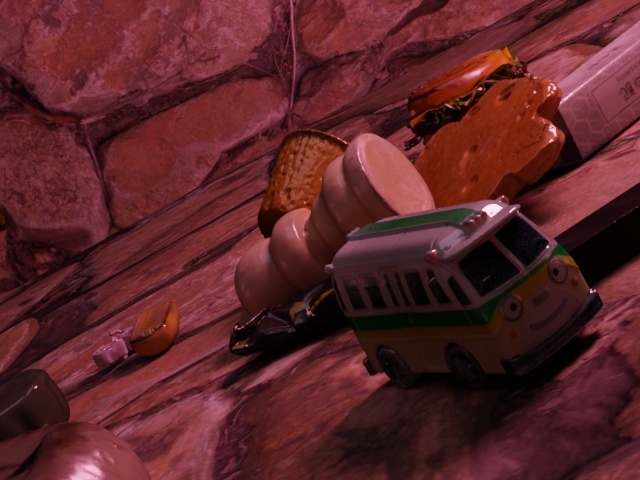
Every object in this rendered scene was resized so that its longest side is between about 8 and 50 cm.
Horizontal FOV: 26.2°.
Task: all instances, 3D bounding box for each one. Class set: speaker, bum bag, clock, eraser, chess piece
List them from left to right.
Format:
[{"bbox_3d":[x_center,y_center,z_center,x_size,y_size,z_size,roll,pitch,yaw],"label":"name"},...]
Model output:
[{"bbox_3d":[-0.334,0.176,2.321,0.129,0.041,0.087,-32,14,-38],"label":"clock"},{"bbox_3d":[-0.013,0.090,1.826,0.232,0.060,0.107,-26,5,16],"label":"bum bag"},{"bbox_3d":[0.000,0.000,1.907,0.299,0.167,0.167,-38,7,26],"label":"chess piece"},{"bbox_3d":[0.326,-0.016,1.483,0.218,0.044,0.082,-32,11,-15],"label":"speaker"},{"bbox_3d":[0.460,-0.244,2.027,0.404,0.098,0.096,-36,14,-28],"label":"eraser"}]

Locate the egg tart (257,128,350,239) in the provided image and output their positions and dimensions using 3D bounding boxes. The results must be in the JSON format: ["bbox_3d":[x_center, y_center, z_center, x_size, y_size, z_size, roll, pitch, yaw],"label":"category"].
[{"bbox_3d":[0.004,-0.058,2.081,0.215,0.215,0.171,-12,40,58],"label":"egg tart"}]

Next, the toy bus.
[{"bbox_3d":[0.130,0.049,1.380,0.133,0.165,0.276,-37,12,-27],"label":"toy bus"}]

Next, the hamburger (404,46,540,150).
[{"bbox_3d":[0.256,-0.230,2.373,0.261,0.139,0.243,-26,10,16],"label":"hamburger"}]

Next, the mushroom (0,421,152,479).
[{"bbox_3d":[-0.316,0.272,1.174,0.362,0.295,0.362,-26,11,6],"label":"mushroom"}]

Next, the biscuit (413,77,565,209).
[{"bbox_3d":[0.228,-0.109,1.907,0.269,0.051,0.376,-61,19,-12],"label":"biscuit"}]

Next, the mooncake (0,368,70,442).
[{"bbox_3d":[-0.455,0.270,2.046,0.168,0.104,0.175,-22,15,18],"label":"mooncake"}]

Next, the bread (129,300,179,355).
[{"bbox_3d":[-0.262,0.148,2.223,0.082,0.056,0.115,-28,18,9],"label":"bread"}]
